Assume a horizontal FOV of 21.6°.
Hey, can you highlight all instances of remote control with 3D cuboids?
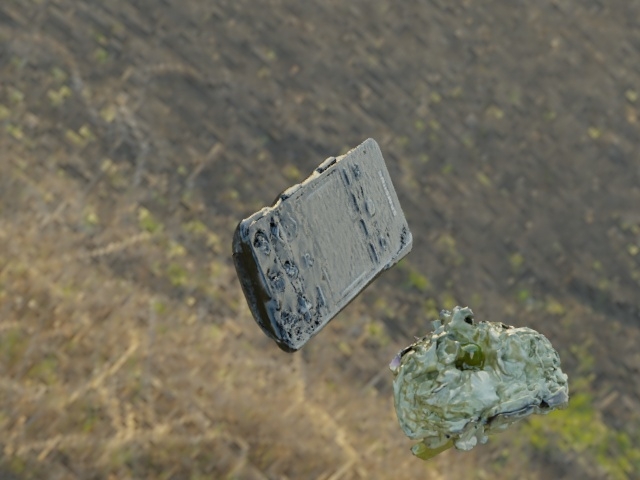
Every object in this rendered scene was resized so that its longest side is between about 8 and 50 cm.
[{"bbox_3d":[0.000,0.000,0.469,0.096,0.014,0.039,-39,111,-62],"label":"remote control"}]

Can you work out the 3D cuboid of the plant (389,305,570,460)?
[{"bbox_3d":[0.099,0.111,1.101,0.116,0.122,0.104,12,43,1],"label":"plant"}]
